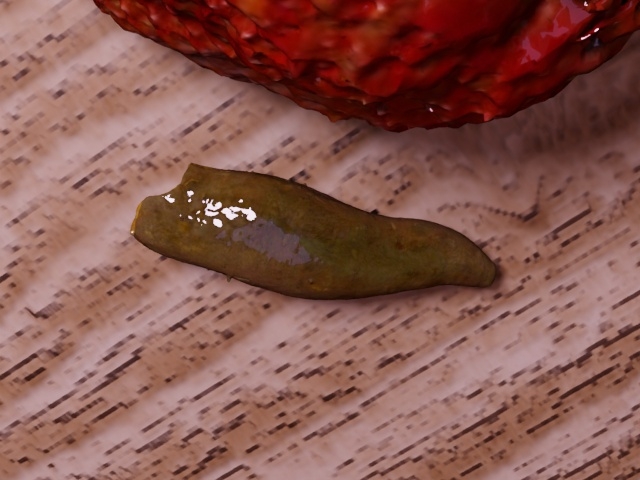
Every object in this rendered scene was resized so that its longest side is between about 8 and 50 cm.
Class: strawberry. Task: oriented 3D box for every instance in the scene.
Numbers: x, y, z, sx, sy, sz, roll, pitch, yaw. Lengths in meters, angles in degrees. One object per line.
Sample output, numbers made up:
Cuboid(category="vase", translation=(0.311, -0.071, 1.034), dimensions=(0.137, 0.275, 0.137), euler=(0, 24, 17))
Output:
Cuboid(category="strawberry", translation=(-0.008, -0.187, 0.533), dimensions=(0.351, 0.267, 0.312), euler=(-3, 122, 27))

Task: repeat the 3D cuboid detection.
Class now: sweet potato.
Cuboid(category="sweet potato", translation=(0.000, 0.000, 0.697), dimensions=(0.244, 0.077, 0.077), euler=(11, 113, -4))
